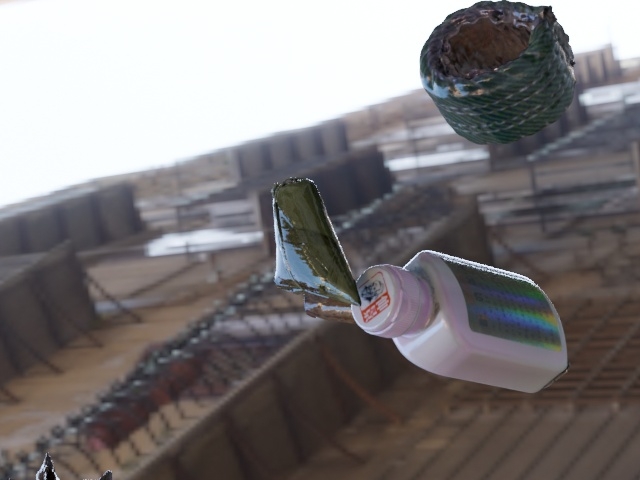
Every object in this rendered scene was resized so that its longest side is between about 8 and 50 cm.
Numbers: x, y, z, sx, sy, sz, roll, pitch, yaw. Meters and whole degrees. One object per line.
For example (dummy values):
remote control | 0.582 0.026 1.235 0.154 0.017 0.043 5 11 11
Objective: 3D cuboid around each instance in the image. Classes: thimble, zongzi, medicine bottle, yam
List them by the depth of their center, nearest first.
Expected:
zongzi | 0.000 0.000 1.390 0.052 0.113 0.104 -15 -74 -30
medicine bottle | 0.126 0.070 1.447 0.219 0.078 0.115 14 -136 -40
thimble | 0.166 -0.159 1.487 0.090 0.135 0.118 51 -136 -48
yam | 0.097 0.084 1.931 0.046 0.264 0.046 -10 -78 -58

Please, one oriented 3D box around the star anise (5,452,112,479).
star anise | -0.182 0.189 1.093 0.141 0.141 0.042 -17 -63 -53
